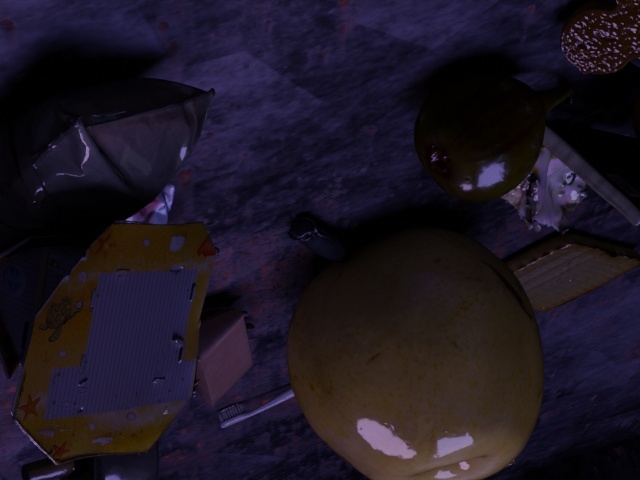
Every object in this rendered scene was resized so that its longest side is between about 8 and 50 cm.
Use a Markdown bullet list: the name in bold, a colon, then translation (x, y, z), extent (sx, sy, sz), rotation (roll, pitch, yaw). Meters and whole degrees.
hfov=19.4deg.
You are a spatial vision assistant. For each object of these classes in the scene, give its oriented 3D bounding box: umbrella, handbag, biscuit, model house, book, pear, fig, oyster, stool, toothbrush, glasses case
- **umbrella**: translation (-0.002, 0.000, 2.071), extent (0.036, 0.031, 0.133), rotation (-26, 160, 13)
- **handbag**: translation (-0.225, -0.054, 1.563), extent (0.270, 0.117, 0.182), rotation (-32, 171, 39)
- **biscuit**: translation (0.316, -0.204, 1.719), extent (0.205, 0.031, 0.138), rotation (-14, 125, 29)
- **model house**: translation (-0.212, 0.066, 1.560), extent (0.136, 0.207, 0.219), rotation (19, -165, 36)
- **book**: translation (0.332, -0.064, 1.974), extent (0.228, 0.160, 0.024), rotation (4, 125, -55)
- **pear**: translation (0.113, 0.142, 2.185), extent (0.309, 0.309, 0.309), rotation (-18, 161, -6)
- **biscuit**: translation (0.317, 0.043, 2.517), extent (0.172, 0.029, 0.254), rotation (-30, 159, 25)
- **fig**: translation (0.194, -0.118, 1.844), extent (0.236, 0.124, 0.124), rotation (-24, 168, -40)
- **oyster**: translation (0.246, -0.071, 2.070), extent (0.209, 0.072, 0.133), rotation (-15, 134, -57)
- **stool**: translation (-0.296, 0.268, 2.326), extent (0.139, 0.153, 0.228), rotation (-8, 158, -31)
- **toothbrush**: translation (-0.017, 0.201, 2.636), extent (0.276, 0.025, 0.019), rotation (-23, 167, 2)
- **glasses case**: translation (-0.126, 0.116, 2.238), extent (0.102, 0.070, 0.193), rotation (-45, 164, -14)

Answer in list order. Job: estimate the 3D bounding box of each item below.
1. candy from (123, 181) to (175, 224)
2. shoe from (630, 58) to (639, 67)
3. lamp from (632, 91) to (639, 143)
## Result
- **candy**: translation (-0.181, -0.022, 1.756), extent (0.124, 0.124, 0.365), rotation (-16, 150, -11)
- **shoe**: translation (0.405, -0.214, 1.782), extent (0.245, 0.137, 0.095), rotation (5, 172, 38)
- **lamp**: translation (0.412, -0.122, 1.913), extent (0.188, 0.187, 0.164), rotation (-24, 160, 11)
